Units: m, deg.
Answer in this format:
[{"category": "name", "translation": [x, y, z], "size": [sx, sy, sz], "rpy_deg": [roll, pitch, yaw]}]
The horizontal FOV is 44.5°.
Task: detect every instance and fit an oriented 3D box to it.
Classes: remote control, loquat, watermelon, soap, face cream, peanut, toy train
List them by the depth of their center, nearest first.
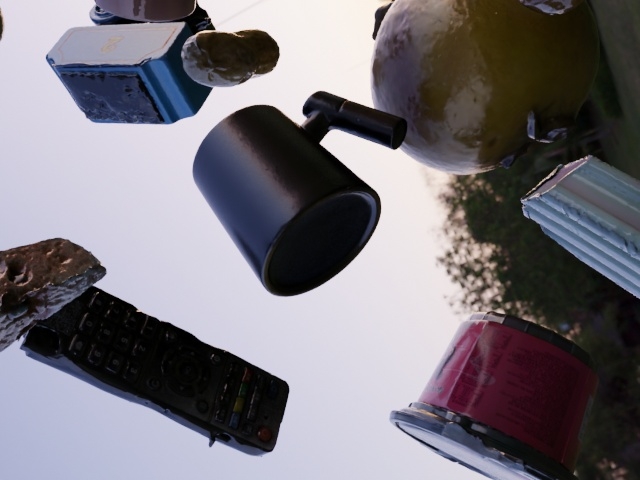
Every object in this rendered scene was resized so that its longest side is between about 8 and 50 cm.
[{"category": "watermelon", "translation": [-0.329, 0.076, 0.772], "size": [0.094, 0.241, 0.154], "rpy_deg": [42, 150, 28]}, {"category": "loquat", "translation": [0.209, -0.264, 1.110], "size": [0.359, 0.328, 0.328], "rpy_deg": [53, -166, 17]}, {"category": "remote control", "translation": [-0.229, 0.188, 1.119], "size": [0.399, 0.062, 0.144], "rpy_deg": [31, -130, -20]}, {"category": "face cream", "translation": [-0.250, -0.391, 1.121], "size": [0.149, 0.149, 0.104], "rpy_deg": [-88, 8, -54]}, {"category": "peanut", "translation": [-0.142, -0.300, 1.285], "size": [0.214, 0.100, 0.099], "rpy_deg": [-31, -83, -58]}, {"category": "toy train", "translation": [-0.338, -0.348, 1.488], "size": [0.265, 0.300, 0.188], "rpy_deg": [-66, -32, -33]}, {"category": "soap", "translation": [0.655, -0.024, 1.709], "size": [0.446, 0.156, 0.261], "rpy_deg": [38, 173, 36]}]

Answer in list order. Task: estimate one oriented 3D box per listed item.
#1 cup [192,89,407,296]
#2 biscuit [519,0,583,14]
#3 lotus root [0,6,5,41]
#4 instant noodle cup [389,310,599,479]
[{"category": "cup", "translation": [-0.017, -0.066, 0.936], "size": [0.177, 0.239, 0.166], "rpy_deg": [48, 148, 30]}, {"category": "biscuit", "translation": [0.306, -0.352, 0.757], "size": [0.043, 0.278, 0.301], "rpy_deg": [32, -133, -27]}, {"category": "lotus root", "translation": [-0.711, -0.452, 1.538], "size": [0.154, 0.140, 0.256], "rpy_deg": [-54, -50, -56]}, {"category": "instant noodle cup", "translation": [0.240, 0.204, 0.998], "size": [0.258, 0.181, 0.302], "rpy_deg": [32, 165, -16]}]
